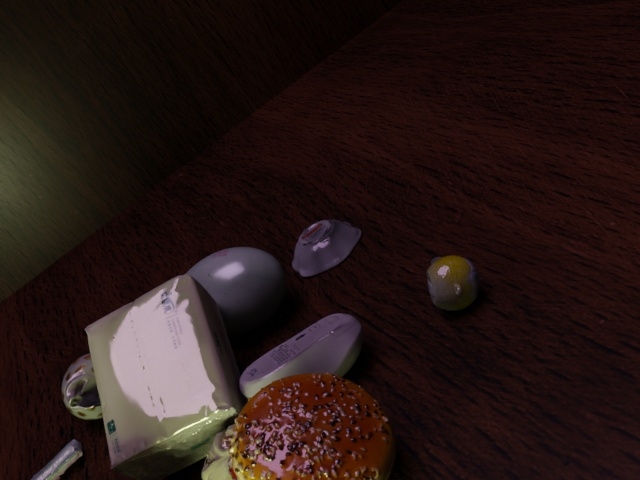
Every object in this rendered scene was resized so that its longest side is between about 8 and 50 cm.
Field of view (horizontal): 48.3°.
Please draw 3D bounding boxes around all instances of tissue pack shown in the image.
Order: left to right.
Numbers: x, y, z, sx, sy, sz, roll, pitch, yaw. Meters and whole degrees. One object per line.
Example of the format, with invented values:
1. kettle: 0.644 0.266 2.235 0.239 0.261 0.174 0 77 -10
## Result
1. tissue pack: -0.342 0.309 1.616 0.297 0.207 0.381 -28 54 1

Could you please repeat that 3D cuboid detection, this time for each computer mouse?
1. computer mouse: -0.030 0.273 1.556 0.296 0.121 0.184 -34 13 -16

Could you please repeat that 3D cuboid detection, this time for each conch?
1. conch: -0.623 0.403 1.992 0.275 0.182 0.149 -64 -3 -56

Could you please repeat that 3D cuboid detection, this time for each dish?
1. dish: 0.000 0.000 2.030 0.229 0.081 0.229 -27 27 15

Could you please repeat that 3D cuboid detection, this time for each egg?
1. egg: -0.255 0.146 1.910 0.370 0.230 0.230 -23 28 30

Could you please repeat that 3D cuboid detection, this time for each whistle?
1. whistle: 0.287 0.082 1.564 0.122 0.123 0.223 -32 10 5

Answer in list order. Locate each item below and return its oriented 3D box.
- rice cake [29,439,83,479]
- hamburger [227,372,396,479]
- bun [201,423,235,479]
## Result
1. rice cake: -0.725 0.635 1.826 0.290 0.051 0.081 -44 19 -17
2. hamburger: -0.016 0.369 1.250 0.300 0.176 0.300 -4 48 5
3. bun: -0.144 0.436 1.420 0.231 0.133 0.231 -28 26 15
